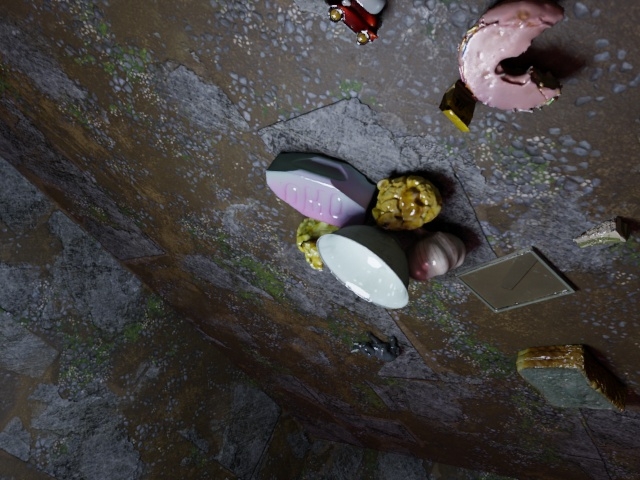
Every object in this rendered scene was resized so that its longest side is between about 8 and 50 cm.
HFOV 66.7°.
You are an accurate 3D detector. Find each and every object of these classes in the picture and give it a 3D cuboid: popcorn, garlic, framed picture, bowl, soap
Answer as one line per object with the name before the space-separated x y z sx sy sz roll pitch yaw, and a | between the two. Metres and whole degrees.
popcorn | -0.009 -0.001 1.600 0.168 0.195 0.174 -2 141 24
popcorn | 0.237 -0.104 1.362 0.194 0.163 0.140 -29 142 15
garlic | 0.311 0.005 1.458 0.199 0.199 0.226 -36 81 52
framed picture | 0.595 0.130 1.511 0.211 0.020 0.289 39 144 -15
bowl | 0.153 0.044 1.419 0.313 0.146 0.313 31 155 16
soap | 0.001 -0.155 1.477 0.323 0.109 0.193 20 144 12

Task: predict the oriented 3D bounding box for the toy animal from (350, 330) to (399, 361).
toy animal | 0.225 0.465 2.127 0.269 0.082 0.137 -2 134 35

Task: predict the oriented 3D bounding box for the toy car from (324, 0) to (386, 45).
toy car | 0.087 -0.493 1.010 0.139 0.112 0.112 34 130 -25

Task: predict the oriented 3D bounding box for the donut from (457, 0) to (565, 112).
donut | 0.379 -0.368 0.972 0.199 0.085 0.233 6 140 27

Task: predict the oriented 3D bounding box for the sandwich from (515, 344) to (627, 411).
sandwich | 0.865 0.487 1.711 0.301 0.099 0.271 41 143 -20

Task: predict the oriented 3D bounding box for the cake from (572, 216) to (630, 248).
cake | 0.716 -0.017 1.242 0.051 0.055 0.140 34 162 -11

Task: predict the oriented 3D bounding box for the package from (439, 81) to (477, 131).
package | 0.304 -0.290 1.084 0.071 0.131 0.047 37 139 -17
